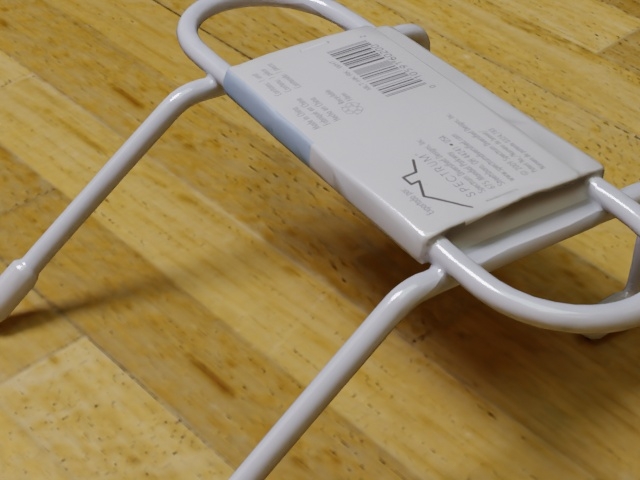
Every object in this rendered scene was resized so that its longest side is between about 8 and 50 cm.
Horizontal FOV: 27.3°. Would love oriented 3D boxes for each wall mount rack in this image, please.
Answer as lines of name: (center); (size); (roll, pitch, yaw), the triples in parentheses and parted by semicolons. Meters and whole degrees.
wall mount rack: (0.000, 0.000, 0.691); (0.304, 0.130, 0.350); (-21, 43, -29)
